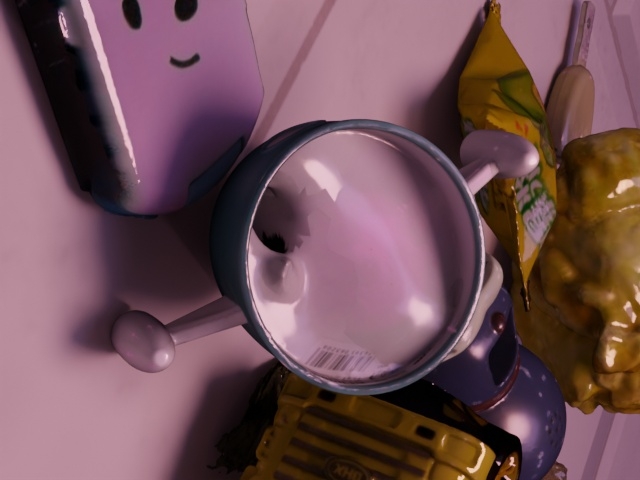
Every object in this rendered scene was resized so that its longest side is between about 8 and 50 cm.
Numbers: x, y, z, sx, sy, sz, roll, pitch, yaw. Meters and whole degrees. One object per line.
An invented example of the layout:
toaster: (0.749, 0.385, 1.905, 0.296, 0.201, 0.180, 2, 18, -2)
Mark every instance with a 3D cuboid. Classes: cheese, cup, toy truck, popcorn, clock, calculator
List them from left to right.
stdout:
calculator: (-0.109, -0.154, 0.726, 0.173, 0.051, 0.293, -47, 135, -43)
cup: (0.000, 0.000, 0.806, 0.299, 0.173, 0.168, -27, 106, -13)
toy truck: (0.057, 0.271, 0.943, 0.254, 0.180, 0.405, -64, 153, -24)
clock: (0.134, 0.133, 1.123, 0.243, 0.146, 0.200, 62, 41, -35)
cheese: (0.295, -0.181, 1.416, 0.097, 0.037, 0.192, 20, 80, -60)
popcorn: (0.288, 0.039, 1.287, 0.173, 0.225, 0.286, -8, 84, -27)

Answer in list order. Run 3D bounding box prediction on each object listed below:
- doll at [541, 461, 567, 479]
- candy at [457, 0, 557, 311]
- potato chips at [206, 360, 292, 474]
doll: (0.215, 0.258, 1.354, 0.203, 0.091, 0.286, -47, 147, -28)
candy: (0.178, -0.092, 1.159, 0.297, 0.081, 0.187, -79, 154, -56)
potato chips: (-0.021, 0.182, 0.984, 0.202, 0.029, 0.220, -59, 145, -35)
